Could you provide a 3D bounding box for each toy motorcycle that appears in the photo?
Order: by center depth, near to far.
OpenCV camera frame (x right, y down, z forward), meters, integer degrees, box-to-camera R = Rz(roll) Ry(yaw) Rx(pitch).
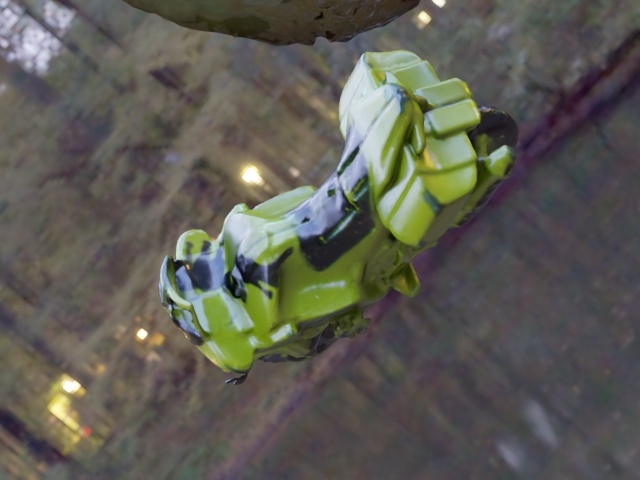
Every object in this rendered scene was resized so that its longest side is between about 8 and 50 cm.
[{"bbox_3d":[-0.001,-0.002,1.060,0.206,0.142,0.342,-9,-29,-43],"label":"toy motorcycle"}]

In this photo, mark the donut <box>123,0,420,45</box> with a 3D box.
[{"bbox_3d":[-0.026,-0.221,0.608,0.272,0.272,0.107,-51,6,-34],"label":"donut"}]
